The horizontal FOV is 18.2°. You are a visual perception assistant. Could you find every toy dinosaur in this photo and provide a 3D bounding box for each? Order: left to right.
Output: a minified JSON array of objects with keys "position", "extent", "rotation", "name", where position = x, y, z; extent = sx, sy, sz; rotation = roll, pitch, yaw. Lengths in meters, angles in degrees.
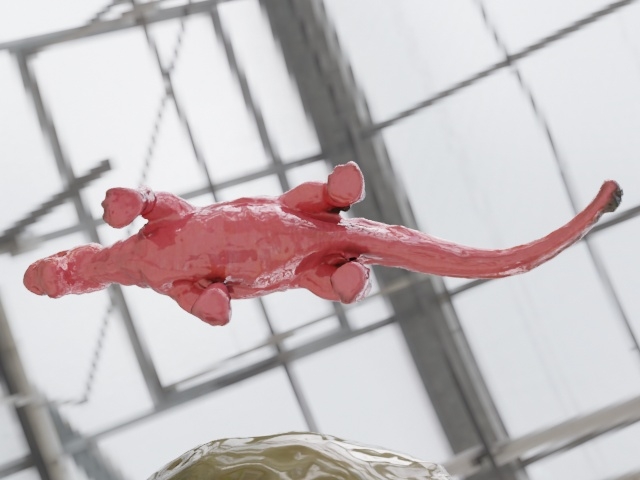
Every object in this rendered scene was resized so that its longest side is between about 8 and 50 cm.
[{"position":[-0.004,0.001,0.991],"extent":[0.139,0.286,0.070],"rotation":[165,-81,-82],"name":"toy dinosaur"}]

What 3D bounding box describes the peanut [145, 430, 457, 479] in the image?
[{"position":[0.020,0.140,0.696],"extent":[0.224,0.129,0.129],"rotation":[27,-58,44],"name":"peanut"}]
